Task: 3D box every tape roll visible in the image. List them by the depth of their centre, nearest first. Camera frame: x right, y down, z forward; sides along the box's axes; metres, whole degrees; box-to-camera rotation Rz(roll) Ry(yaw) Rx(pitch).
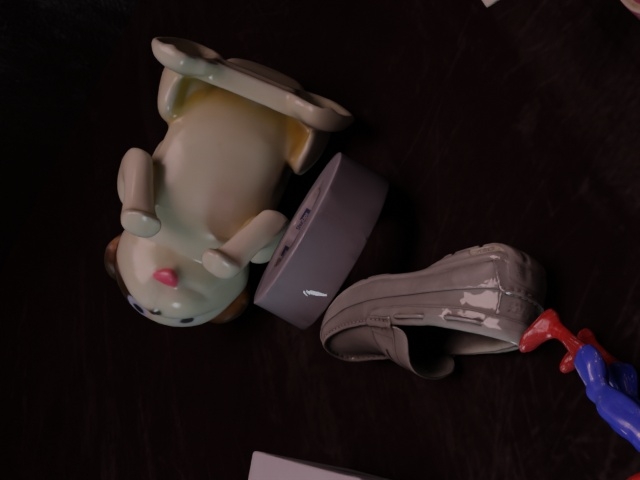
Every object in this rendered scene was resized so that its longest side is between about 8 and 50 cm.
[{"bbox_3d":[0.000,0.000,1.233,0.219,0.072,0.219,-59,7,11],"label":"tape roll"}]

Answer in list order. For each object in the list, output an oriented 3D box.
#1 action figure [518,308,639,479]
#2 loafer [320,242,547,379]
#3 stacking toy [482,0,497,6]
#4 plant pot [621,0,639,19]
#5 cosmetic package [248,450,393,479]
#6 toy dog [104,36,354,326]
[{"bbox_3d":[0.245,0.184,0.793,0.139,0.091,0.280,-59,31,10],"label":"action figure"},{"bbox_3d":[0.104,0.093,1.056,0.319,0.112,0.111,-26,45,51],"label":"loafer"},{"bbox_3d":[0.242,-0.350,0.848,0.309,0.130,0.279,-33,2,-9],"label":"stacking toy"},{"bbox_3d":[0.333,-0.200,0.752,0.201,0.180,0.201,-35,46,46],"label":"plant pot"},{"bbox_3d":[0.014,0.358,1.042,0.224,0.138,0.225,-5,69,58],"label":"cosmetic package"},{"bbox_3d":[-0.177,-0.067,1.450,0.395,0.284,0.408,-116,48,-72],"label":"toy dog"}]
